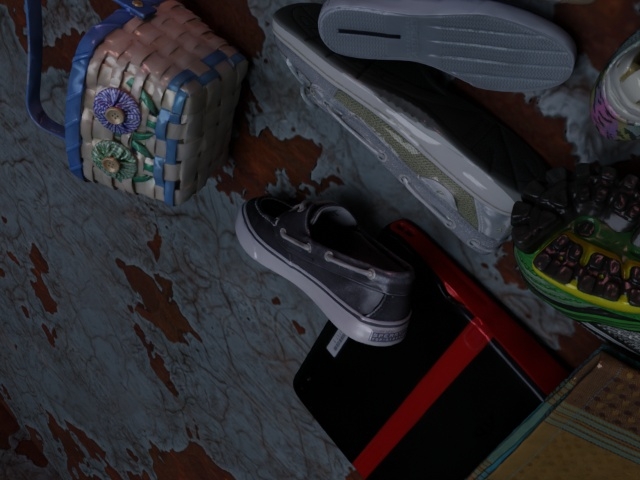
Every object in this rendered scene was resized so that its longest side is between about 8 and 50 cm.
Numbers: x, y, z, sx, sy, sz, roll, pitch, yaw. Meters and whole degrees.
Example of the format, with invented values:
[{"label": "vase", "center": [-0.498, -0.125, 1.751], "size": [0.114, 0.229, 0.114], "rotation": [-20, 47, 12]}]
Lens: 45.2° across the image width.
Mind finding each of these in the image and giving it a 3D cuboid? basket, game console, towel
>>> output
[{"label": "basket", "center": [-0.250, -0.197, 0.957], "size": [0.289, 0.201, 0.254], "rotation": [31, 135, 16]}, {"label": "game console", "center": [0.134, 0.205, 0.946], "size": [0.342, 0.060, 0.386], "rotation": [49, 139, 20]}, {"label": "towel", "center": [0.293, 0.266, 0.762], "size": [0.271, 0.040, 0.370], "rotation": [26, 133, 1]}]

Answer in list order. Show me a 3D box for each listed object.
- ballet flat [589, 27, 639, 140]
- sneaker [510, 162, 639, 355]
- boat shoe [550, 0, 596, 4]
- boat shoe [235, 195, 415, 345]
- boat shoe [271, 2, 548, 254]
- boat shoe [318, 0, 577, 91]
[{"label": "ballet flat", "center": [0.272, -0.137, 0.561], "size": [0.077, 0.079, 0.221], "rotation": [55, 140, 2]}, {"label": "sneaker", "center": [0.321, 0.052, 0.623], "size": [0.344, 0.134, 0.146], "rotation": [29, 169, 21]}, {"label": "boat shoe", "center": [0.175, -0.297, 0.462], "size": [0.098, 0.109, 0.302], "rotation": [9, 118, -3]}, {"label": "boat shoe", "center": [0.000, 0.000, 0.881], "size": [0.301, 0.108, 0.102], "rotation": [41, 128, 47]}, {"label": "boat shoe", "center": [0.070, -0.117, 0.754], "size": [0.320, 0.118, 0.103], "rotation": [39, 133, 11]}, {"label": "boat shoe", "center": [0.114, -0.196, 0.678], "size": [0.226, 0.075, 0.083], "rotation": [15, 145, 8]}]
